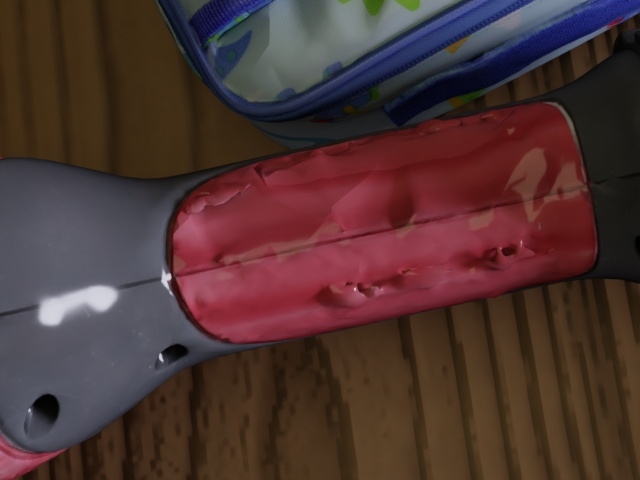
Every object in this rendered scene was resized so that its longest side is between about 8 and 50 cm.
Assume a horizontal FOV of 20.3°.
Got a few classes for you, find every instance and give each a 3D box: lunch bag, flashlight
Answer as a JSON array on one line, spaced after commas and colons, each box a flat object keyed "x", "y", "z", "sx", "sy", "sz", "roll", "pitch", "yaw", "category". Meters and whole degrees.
[{"x": 0.040, "y": -0.137, "z": 0.553, "sx": 0.219, "sy": 0.090, "sz": 0.176, "roll": -26, "pitch": 75, "yaw": 10, "category": "lunch bag"}, {"x": 0.000, "y": 0.000, "z": 0.481, "sx": 0.304, "sy": 0.103, "sz": 0.103, "roll": -12, "pitch": 49, "yaw": 0, "category": "flashlight"}]
